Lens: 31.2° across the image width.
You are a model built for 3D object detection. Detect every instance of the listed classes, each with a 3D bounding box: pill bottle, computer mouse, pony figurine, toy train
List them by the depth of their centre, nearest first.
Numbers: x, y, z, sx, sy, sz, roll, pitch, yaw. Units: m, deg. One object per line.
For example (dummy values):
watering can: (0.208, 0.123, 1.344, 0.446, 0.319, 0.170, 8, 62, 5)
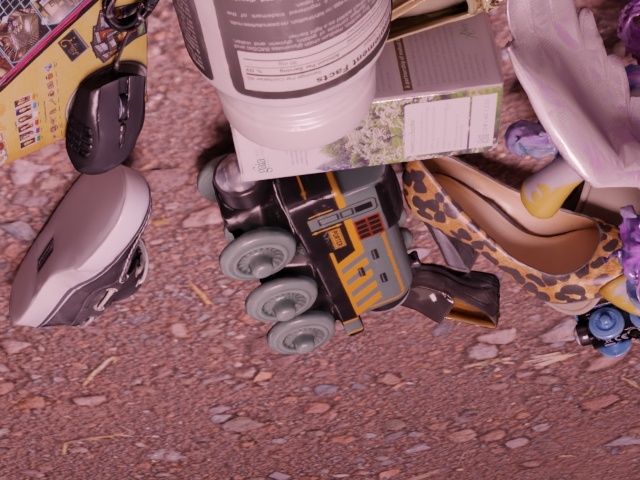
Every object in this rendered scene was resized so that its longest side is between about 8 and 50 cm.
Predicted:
pill bottle: (-0.031, -0.197, 0.831, 0.162, 0.162, 0.278, -8, 149, 1)
computer mouse: (-0.154, -0.136, 0.923, 0.071, 0.041, 0.242, -20, 150, -37)
pony figurine: (0.287, -0.087, 0.925, 0.303, 0.351, 0.363, -29, -176, -15)
toy train: (0.000, 0.000, 1.186, 0.190, 0.142, 0.334, -20, 147, 3)
toy train: (0.394, 0.073, 1.397, 0.184, 0.105, 0.080, -17, 143, 15)

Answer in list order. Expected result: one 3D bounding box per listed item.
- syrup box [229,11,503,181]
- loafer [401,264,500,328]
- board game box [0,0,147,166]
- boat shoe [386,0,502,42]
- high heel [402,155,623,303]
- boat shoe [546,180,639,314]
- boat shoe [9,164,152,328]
syrup box: (0.036, -0.127, 1.015, 0.237, 0.096, 0.093, -7, 146, 0)
loafer: (0.143, 0.070, 1.385, 0.170, 0.061, 0.062, 4, 147, -16)
board game box: (-0.213, -0.167, 0.886, 0.165, 0.042, 0.243, -28, 156, -24)
boat shoe: (0.107, -0.200, 0.957, 0.153, 0.048, 0.056, -11, 148, 7)
high heel: (0.211, -0.022, 1.151, 0.261, 0.093, 0.186, 5, 147, 31)
boat shoe: (0.329, -0.048, 1.226, 0.112, 0.095, 0.335, 33, 139, 4)
boat shoe: (-0.227, 0.018, 1.190, 0.102, 0.108, 0.301, 13, 145, -29)
